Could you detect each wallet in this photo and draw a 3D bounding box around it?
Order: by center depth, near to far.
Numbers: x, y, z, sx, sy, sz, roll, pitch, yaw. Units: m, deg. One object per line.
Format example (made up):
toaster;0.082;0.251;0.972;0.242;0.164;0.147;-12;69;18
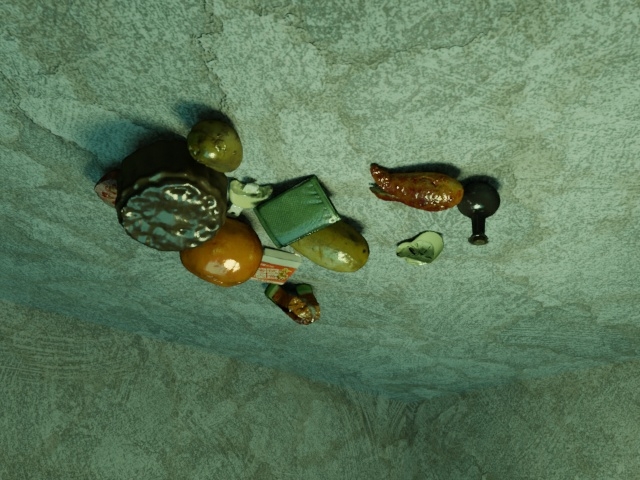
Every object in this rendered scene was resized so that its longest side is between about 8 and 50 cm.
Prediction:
wallet;-0.073;-0.085;1.616;0.236;0.055;0.160;-26;109;21

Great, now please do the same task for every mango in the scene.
mango;0.005;-0.005;1.743;0.329;0.175;0.176;32;113;-3

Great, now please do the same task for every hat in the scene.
hat;0.349;0.023;1.802;0.122;0.081;0.166;46;134;10

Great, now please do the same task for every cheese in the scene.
cheese;-0.249;-0.127;1.685;0.127;0.050;0.235;16;153;-20

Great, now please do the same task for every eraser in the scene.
eraser;-0.186;0.107;2.091;0.157;0.038;0.230;13;148;-20

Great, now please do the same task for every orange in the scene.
orange;-0.334;0.031;1.785;0.283;0.226;0.284;18;-176;-1

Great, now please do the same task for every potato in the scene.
potato;-0.274;-0.250;1.391;0.137;0.137;0.176;2;173;11

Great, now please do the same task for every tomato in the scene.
tomato;-0.599;-0.158;1.683;0.225;0.085;0.225;7;153;4

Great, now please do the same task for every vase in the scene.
vase;0.437;-0.073;1.461;0.120;0.183;0.120;6;151;3

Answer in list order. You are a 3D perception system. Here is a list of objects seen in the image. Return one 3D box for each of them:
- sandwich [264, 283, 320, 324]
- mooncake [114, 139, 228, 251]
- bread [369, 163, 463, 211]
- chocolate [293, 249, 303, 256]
sandwich;-0.086;0.263;2.254;0.250;0.162;0.301;40;170;-26
mooncake;-0.423;-0.116;1.517;0.324;0.187;0.324;-9;139;-8
bread;0.262;-0.139;1.479;0.268;0.095;0.139;6;145;13
chocolate;-0.049;0.029;1.943;0.100;0.031;0.064;4;134;0
